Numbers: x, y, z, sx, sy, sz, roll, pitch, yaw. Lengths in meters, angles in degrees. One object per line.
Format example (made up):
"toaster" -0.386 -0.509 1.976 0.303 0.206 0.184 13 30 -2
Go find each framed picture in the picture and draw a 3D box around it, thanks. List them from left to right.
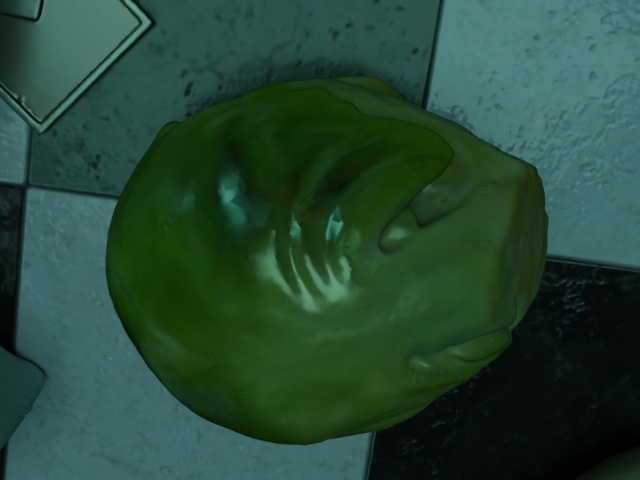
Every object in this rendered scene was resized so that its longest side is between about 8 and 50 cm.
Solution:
"framed picture" -0.268 -0.215 0.865 0.150 0.015 0.203 -43 100 9

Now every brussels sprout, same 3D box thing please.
"brussels sprout" 0.000 0.000 0.763 0.344 0.268 0.344 -7 59 12

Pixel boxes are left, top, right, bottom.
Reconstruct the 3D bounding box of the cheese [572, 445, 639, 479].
"cheese" 0.175 0.339 0.934 0.328 0.129 0.351 12 103 -4

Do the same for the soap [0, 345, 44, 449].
"soap" -0.420 0.231 0.866 0.347 0.208 0.115 -42 100 8
